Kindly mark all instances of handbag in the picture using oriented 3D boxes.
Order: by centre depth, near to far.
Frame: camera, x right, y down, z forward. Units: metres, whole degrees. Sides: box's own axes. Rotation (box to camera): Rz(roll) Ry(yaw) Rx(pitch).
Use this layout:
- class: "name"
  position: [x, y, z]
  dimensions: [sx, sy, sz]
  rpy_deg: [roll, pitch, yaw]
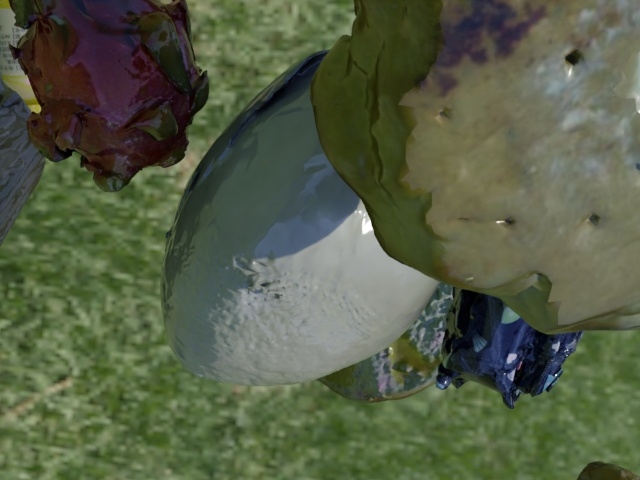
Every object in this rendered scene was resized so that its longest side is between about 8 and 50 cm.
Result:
- class: "handbag"
  position: [0.163, 0.025, 1.223]
  dimensions: [0.260, 0.113, 0.162]
  rpy_deg: [-53, 158, -62]

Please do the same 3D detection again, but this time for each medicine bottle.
- class: "medicine bottle"
  position: [-0.346, -0.207, 1.853]
  dimensions: [0.122, 0.122, 0.212]
  rpy_deg: [-34, 126, -56]

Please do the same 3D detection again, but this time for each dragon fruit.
- class: "dragon fruit"
  position: [-0.159, -0.142, 1.083]
  dimensions: [0.133, 0.150, 0.207]
  rpy_deg: [-33, 113, -22]

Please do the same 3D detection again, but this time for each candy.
- class: "candy"
  position: [0.000, 0.000, 1.132]
  dimensions: [0.295, 0.185, 0.295]
  rpy_deg: [-51, 169, -14]

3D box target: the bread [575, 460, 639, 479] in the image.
- class: "bread"
  position: [0.196, 0.259, 1.058]
  dimensions: [0.196, 0.138, 0.102]
  rpy_deg: [-51, 150, -17]

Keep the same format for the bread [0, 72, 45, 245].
- class: "bread"
  position: [-0.438, -0.083, 1.368]
  dimensions: [0.236, 0.389, 0.183]
  rpy_deg: [83, 29, -52]

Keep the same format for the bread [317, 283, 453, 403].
- class: "bread"
  position: [0.091, 0.086, 1.711]
  dimensions: [0.156, 0.261, 0.158]
  rpy_deg: [-16, 98, -37]

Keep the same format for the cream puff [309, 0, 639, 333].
- class: "cream puff"
  position: [0.149, -0.121, 0.877]
  dimensions: [0.291, 0.324, 0.257]
  rpy_deg: [62, 3, -28]
